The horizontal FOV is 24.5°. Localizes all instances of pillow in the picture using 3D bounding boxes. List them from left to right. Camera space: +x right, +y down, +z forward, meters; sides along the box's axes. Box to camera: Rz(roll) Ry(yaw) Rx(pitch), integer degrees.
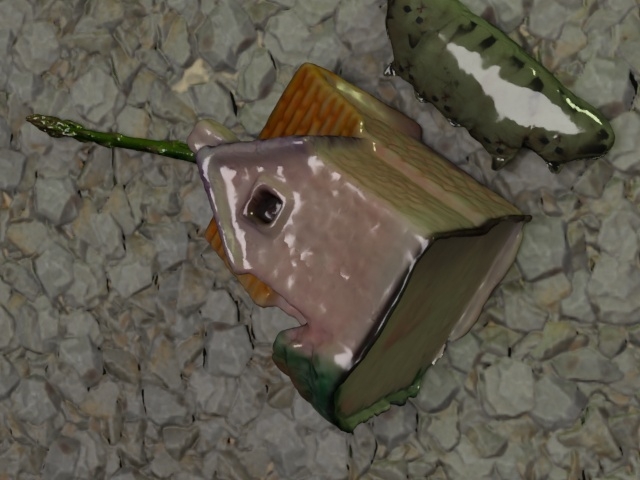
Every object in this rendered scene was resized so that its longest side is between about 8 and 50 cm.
[{"bbox_3d":[0.130,-0.130,1.226,0.241,0.051,0.093,42,101,12],"label":"pillow"}]

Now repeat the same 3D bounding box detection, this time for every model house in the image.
[{"bbox_3d":[0.000,0.000,1.194,0.237,0.237,0.202,39,113,19],"label":"model house"}]

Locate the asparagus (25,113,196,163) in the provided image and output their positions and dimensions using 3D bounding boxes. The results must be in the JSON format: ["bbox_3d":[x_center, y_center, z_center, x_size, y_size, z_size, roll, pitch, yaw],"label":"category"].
[{"bbox_3d":[-0.168,-0.089,1.360,0.232,0.022,0.023,12,142,18],"label":"asparagus"}]
